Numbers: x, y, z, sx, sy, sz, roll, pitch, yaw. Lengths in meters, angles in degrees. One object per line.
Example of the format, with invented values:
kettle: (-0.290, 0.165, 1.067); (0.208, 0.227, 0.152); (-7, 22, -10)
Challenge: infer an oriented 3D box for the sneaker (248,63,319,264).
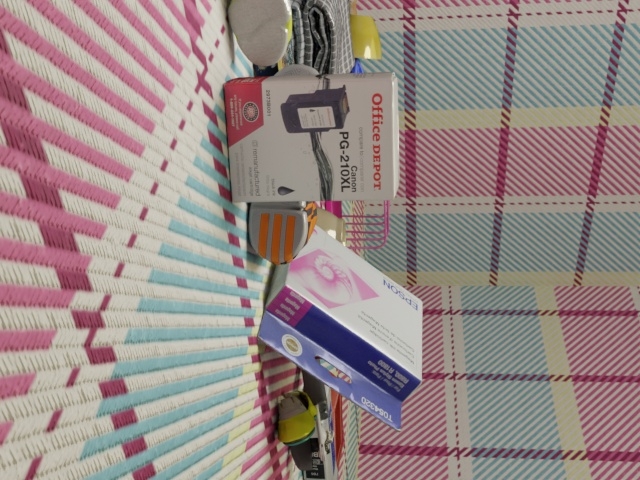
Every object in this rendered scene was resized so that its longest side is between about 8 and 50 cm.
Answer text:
sneaker: (-0.057, -0.121, 1.331); (0.180, 0.124, 0.321); (18, 83, -87)

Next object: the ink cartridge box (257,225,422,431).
ink cartridge box: (0.053, 0.142, 1.485); (0.071, 0.324, 0.330); (-45, -161, 28)

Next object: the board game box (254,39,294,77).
board game box: (-0.083, -0.349, 1.346); (0.165, 0.042, 0.243); (-81, 169, -51)

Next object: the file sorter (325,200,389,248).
file sorter: (0.120, -0.112, 2.441); (0.291, 0.182, 0.202); (-74, 163, -67)

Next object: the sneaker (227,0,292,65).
sneaker: (-0.084, -0.377, 1.136); (0.126, 0.091, 0.240); (-81, 168, -57)

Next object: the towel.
towel: (-0.001, -0.422, 1.685); (0.235, 0.121, 0.284); (-81, 168, -46)

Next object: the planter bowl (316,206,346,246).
planter bowl: (0.000, 0.000, 1.746); (0.162, 0.109, 0.162); (-1, 90, -83)

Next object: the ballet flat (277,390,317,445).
ballet flat: (-0.050, 0.332, 1.535); (0.231, 0.077, 0.077); (17, 52, -86)

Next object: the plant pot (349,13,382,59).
plant pot: (0.083, -0.479, 1.878); (0.134, 0.134, 0.095); (-64, 162, -75)

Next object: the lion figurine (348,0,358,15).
lion figurine: (0.041, -0.516, 2.129); (0.240, 0.142, 0.392); (93, 16, -47)

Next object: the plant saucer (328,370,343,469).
plant saucer: (0.031, 0.529, 2.251); (0.259, 0.047, 0.259); (-62, 151, -77)

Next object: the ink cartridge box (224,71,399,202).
ink cartridge box: (-0.007, -0.148, 1.148); (0.100, 0.237, 0.172); (-68, 157, -72)

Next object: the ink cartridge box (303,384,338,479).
ink cartridge box: (-0.003, 0.498, 1.897); (0.165, 0.065, 0.333); (-79, 165, -59)

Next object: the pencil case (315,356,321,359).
pencil case: (0.036, 0.217, 1.615); (0.098, 0.209, 0.095); (101, 4, -47)

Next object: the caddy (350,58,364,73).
caddy: (0.056, -0.265, 1.930); (0.241, 0.179, 0.342); (-9, 99, -82)

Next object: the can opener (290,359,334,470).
can opener: (-0.023, 0.350, 1.703); (0.280, 0.093, 0.074); (-95, -179, -47)
